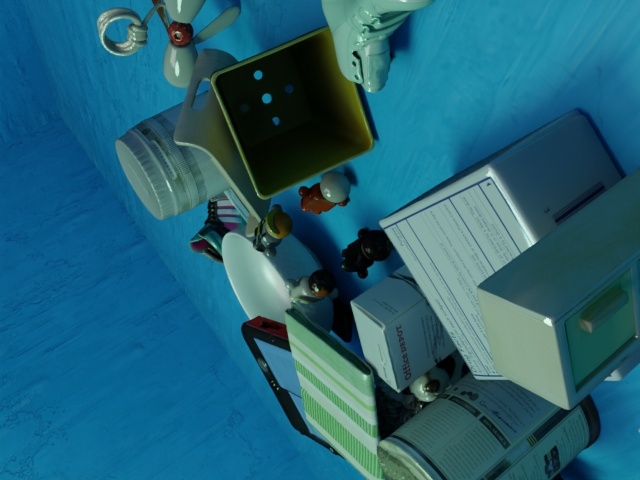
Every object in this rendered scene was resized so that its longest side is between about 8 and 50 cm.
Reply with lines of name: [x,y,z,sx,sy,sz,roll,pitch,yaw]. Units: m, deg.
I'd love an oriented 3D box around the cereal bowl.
cereal bowl: [-0.081,0.100,1.569,0.339,0.141,0.339,42,150,31]

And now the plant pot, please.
plant pot: [-0.067,-0.224,1.127,0.187,0.212,0.212,43,156,62]

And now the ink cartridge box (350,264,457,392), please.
ink cartridge box: [0.161,0.114,1.058,0.087,0.208,0.153,33,147,46]

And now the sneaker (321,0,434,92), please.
sneaker: [0.088,-0.268,0.866,0.256,0.094,0.151,35,144,63]

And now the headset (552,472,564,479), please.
headset: [0.375,0.483,1.092,0.243,0.185,0.394,41,157,18]

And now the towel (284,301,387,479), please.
towel: [0.032,0.289,1.235,0.248,0.038,0.325,34,143,44]

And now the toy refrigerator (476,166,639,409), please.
toy refrigerator: [0.278,0.028,0.620,0.094,0.269,0.102,25,140,54]

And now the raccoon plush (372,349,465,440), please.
raccoon plush: [0.140,0.258,1.327,0.446,0.216,0.299,-1,110,65]

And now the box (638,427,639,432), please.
box: [0.493,0.272,0.718,0.275,0.094,0.113,50,155,22]

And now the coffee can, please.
coffee can: [0.253,0.310,1.032,0.201,0.275,0.201,46,155,29]

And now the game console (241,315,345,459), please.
game console: [-0.027,0.339,1.495,0.386,0.060,0.342,7,122,59]

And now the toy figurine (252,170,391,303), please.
toy figurine: [0.000,0.000,1.254,0.213,0.209,0.148,58,152,0]

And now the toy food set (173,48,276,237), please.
toy food set: [-0.171,-0.178,1.287,0.092,0.219,0.306,-4,147,21]

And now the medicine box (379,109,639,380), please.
medicine box: [0.248,0.025,0.841,0.263,0.149,0.289,59,158,-1]

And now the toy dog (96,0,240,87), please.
toy dog: [-0.243,-0.460,1.218,0.220,0.161,0.333,26,131,-20]

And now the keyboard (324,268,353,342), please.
keyboard: [-0.028,0.103,1.676,0.317,0.033,0.201,38,147,36]

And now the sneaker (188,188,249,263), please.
sneaker: [-0.296,-0.048,1.851,0.295,0.178,0.124,51,157,18]

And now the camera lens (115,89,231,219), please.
camera lens: [-0.286,-0.196,1.509,0.219,0.274,0.219,45,154,29]
